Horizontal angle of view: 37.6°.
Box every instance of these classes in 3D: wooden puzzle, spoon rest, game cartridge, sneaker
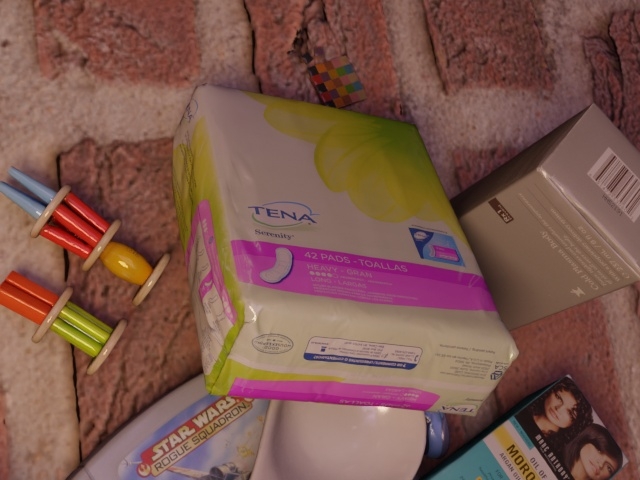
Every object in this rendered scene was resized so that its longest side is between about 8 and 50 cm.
[{"bbox_3d":[0.016,-0.157,0.941,0.049,0.006,0.083,-23,83,-28],"label":"wooden puzzle"},{"bbox_3d":[-0.022,0.184,0.710,0.276,0.084,0.137,-42,93,-28],"label":"spoon rest"},{"bbox_3d":[-0.072,0.207,0.757,0.297,0.062,0.198,-33,92,-29],"label":"game cartridge"},{"bbox_3d":[0.064,0.135,0.841,0.059,0.053,0.144,-22,74,-29],"label":"sneaker"}]

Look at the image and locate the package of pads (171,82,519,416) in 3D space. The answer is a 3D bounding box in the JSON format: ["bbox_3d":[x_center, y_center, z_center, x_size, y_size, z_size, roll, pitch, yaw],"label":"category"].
[{"bbox_3d":[0.000,0.000,0.766,0.229,0.101,0.296,9,38,-21],"label":"package of pads"}]

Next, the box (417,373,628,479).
[{"bbox_3d":[0.166,0.212,0.812,0.244,0.060,0.100,-23,75,-44],"label":"box"}]

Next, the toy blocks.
[{"bbox_3d":[-0.213,0.019,0.754,0.148,0.054,0.123,35,62,-10],"label":"toy blocks"}]

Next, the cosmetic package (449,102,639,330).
[{"bbox_3d":[0.191,-0.006,0.839,0.127,0.238,0.107,45,59,-1],"label":"cosmetic package"}]
